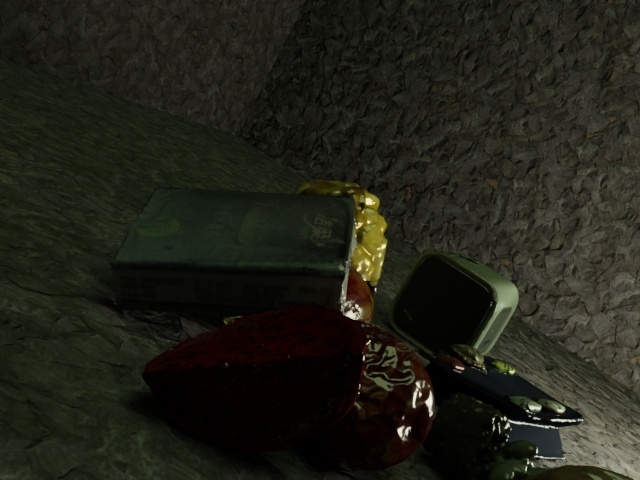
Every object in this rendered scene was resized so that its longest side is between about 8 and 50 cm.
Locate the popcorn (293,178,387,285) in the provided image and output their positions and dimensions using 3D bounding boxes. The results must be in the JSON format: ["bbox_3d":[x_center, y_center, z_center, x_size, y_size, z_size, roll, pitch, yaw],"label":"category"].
[{"bbox_3d":[0.000,0.000,2.006,0.382,0.349,0.349,-1,19,-12],"label":"popcorn"}]

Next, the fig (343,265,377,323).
[{"bbox_3d":[-0.010,0.126,1.570,0.263,0.224,0.224,29,9,-33],"label":"fig"}]

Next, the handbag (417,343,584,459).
[{"bbox_3d":[0.394,0.351,1.766,0.303,0.122,0.329,16,15,-45],"label":"handbag"}]

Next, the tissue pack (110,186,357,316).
[{"bbox_3d":[-0.138,0.019,1.400,0.394,0.124,0.288,4,31,5],"label":"tissue pack"}]

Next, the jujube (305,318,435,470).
[{"bbox_3d":[0.057,0.236,1.215,0.232,0.213,0.213,26,7,39],"label":"jujube"}]

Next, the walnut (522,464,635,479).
[{"bbox_3d":[0.378,0.433,1.075,0.273,0.227,0.273,31,11,-7],"label":"walnut"}]

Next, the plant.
[{"bbox_3d":[0.310,0.382,1.341,0.149,0.146,0.274,19,15,-50],"label":"plant"}]

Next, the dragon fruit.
[{"bbox_3d":[-0.065,0.196,1.121,0.317,0.152,0.205,-8,18,13],"label":"dragon fruit"}]

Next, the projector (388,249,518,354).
[{"bbox_3d":[0.365,0.178,2.113,0.248,0.248,0.249,34,13,24],"label":"projector"}]
